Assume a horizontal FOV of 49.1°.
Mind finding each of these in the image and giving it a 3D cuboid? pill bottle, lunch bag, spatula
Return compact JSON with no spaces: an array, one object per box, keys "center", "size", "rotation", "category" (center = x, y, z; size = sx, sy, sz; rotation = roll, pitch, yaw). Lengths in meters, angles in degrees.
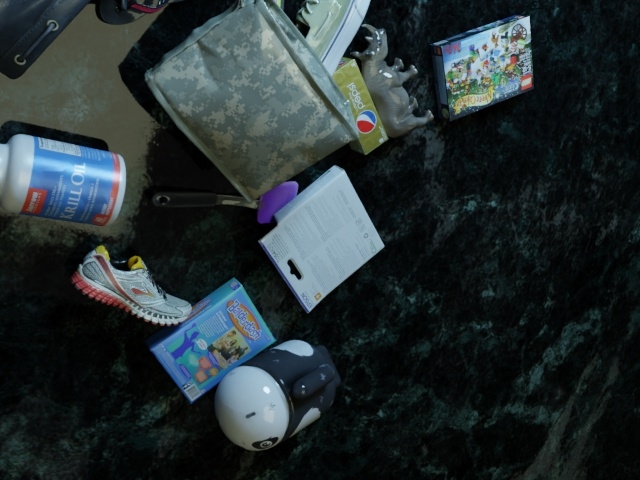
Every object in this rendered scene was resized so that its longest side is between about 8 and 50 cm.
[{"center":[-0.430,-0.096,1.099],"size":[0.221,0.124,0.124],"rotation":[8,104,-31],"category":"pill bottle"},{"center":[-0.113,-0.244,1.158],"size":[0.235,0.169,0.287],"rotation":[-30,126,16],"category":"lunch bag"},{"center":[-0.172,-0.073,1.311],"size":[0.296,0.030,0.084],"rotation":[0,111,-30],"category":"spatula"}]

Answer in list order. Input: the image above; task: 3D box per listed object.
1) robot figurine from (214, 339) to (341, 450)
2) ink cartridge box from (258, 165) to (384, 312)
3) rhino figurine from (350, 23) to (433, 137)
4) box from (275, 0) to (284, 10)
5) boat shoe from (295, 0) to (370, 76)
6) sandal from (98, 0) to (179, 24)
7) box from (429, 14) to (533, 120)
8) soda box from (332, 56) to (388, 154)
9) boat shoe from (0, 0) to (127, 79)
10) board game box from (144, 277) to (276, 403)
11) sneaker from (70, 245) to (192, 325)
[{"center":[-0.080,0.305,1.395],"size":[0.278,0.173,0.209],"rotation":[-19,133,-50],"category":"robot figurine"},{"center":[0.000,0.000,1.420],"size":[0.224,0.045,0.223],"rotation":[-40,127,-13],"category":"ink cartridge box"},{"center":[0.131,-0.310,1.368],"size":[0.106,0.073,0.243],"rotation":[-38,121,-16],"category":"rhino figurine"},{"center":[-0.103,-0.391,1.196],"size":[0.052,0.083,0.062],"rotation":[-7,111,-27],"category":"box"},{"center":[0.003,-0.383,1.248],"size":[0.094,0.109,0.302],"rotation":[18,102,-31],"category":"boat shoe"},{"center":[-0.271,-0.397,1.124],"size":[0.179,0.040,0.067],"rotation":[-27,120,-19],"category":"sandal"},{"center":[0.346,-0.367,1.484],"size":[0.233,0.044,0.159],"rotation":[-24,118,-20],"category":"box"},{"center":[0.062,-0.260,1.356],"size":[0.061,0.058,0.181],"rotation":[-36,122,-13],"category":"soda box"},{"center":[-0.312,-0.419,1.010],"size":[0.500,0.187,0.156],"rotation":[-39,122,-4],"category":"boat shoe"},{"center":[-0.212,0.197,1.381],"size":[0.210,0.047,0.160],"rotation":[-35,122,-13],"category":"board game box"},{"center":[-0.322,0.084,1.252],"size":[0.225,0.088,0.093],"rotation":[30,91,-35],"category":"sneaker"}]
